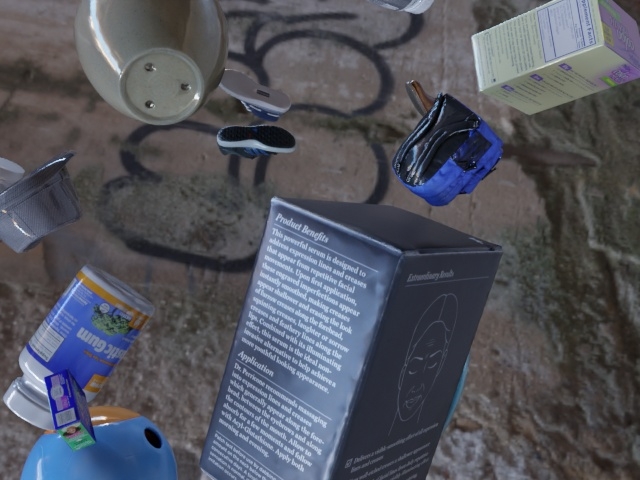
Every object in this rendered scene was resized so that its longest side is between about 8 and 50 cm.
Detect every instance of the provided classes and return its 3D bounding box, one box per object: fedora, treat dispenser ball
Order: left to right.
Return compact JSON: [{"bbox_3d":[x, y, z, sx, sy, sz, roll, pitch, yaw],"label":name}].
[{"bbox_3d":[-0.550,-0.063,1.384,0.124,0.243,0.275,57,177,-17],"label":"fedora"},{"bbox_3d":[-0.420,0.462,1.359,0.288,0.288,0.288,-171,90,-87],"label":"treat dispenser ball"}]

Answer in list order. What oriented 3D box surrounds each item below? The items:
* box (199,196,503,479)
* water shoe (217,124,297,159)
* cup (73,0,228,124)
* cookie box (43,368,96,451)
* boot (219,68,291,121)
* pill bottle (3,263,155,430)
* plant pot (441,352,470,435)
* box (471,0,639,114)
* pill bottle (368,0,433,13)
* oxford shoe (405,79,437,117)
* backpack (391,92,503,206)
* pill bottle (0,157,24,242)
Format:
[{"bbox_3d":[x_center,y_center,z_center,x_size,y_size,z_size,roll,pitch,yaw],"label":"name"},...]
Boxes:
[{"bbox_3d":[0.047,0.160,0.983,0.293,0.212,0.395,1,-71,-54],"label":"box"},{"bbox_3d":[-0.159,-0.247,1.807,0.080,0.203,0.073,97,180,-62],"label":"water shoe"},{"bbox_3d":[-0.338,-0.371,1.478,0.237,0.331,0.331,-112,26,-47],"label":"cup"},{"bbox_3d":[-0.385,0.263,1.098,0.107,0.040,0.092,92,156,-57],"label":"cookie box"},{"bbox_3d":[-0.172,-0.343,1.724,0.086,0.190,0.069,-37,35,58],"label":"boot"},{"bbox_3d":[-0.431,0.192,1.264,0.272,0.152,0.152,-57,1,-7],"label":"pill bottle"},{"bbox_3d":[0.064,0.229,1.411,0.334,0.341,0.341,19,104,41],"label":"plant pot"},{"bbox_3d":[0.448,-0.349,1.343,0.243,0.213,0.117,-14,76,41],"label":"box"},{"bbox_3d":[0.095,-0.369,1.000,0.078,0.137,0.078,-9,79,52],"label":"pill bottle"},{"bbox_3d":[0.266,-0.308,1.651,0.076,0.212,0.076,-39,42,11],"label":"oxford shoe"},{"bbox_3d":[0.159,-0.101,0.888,0.120,0.101,0.098,-47,35,9],"label":"backpack"},{"bbox_3d":[-0.729,-0.083,1.570,0.193,0.108,0.108,-62,7,11],"label":"pill bottle"}]
